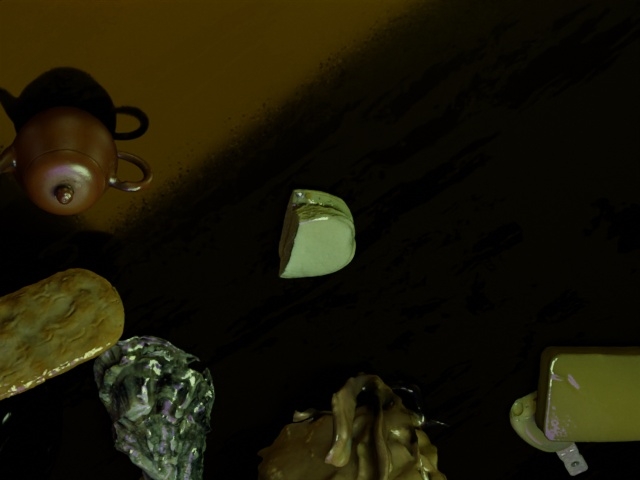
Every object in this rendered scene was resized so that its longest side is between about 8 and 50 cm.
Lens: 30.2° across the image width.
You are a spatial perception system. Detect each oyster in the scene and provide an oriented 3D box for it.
[{"bbox_3d":[-0.215,0.234,1.523,0.199,0.087,0.252,15,112,-23],"label":"oyster"}]

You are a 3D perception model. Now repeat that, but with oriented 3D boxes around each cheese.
[{"bbox_3d":[0.340,0.279,1.689,0.097,0.037,0.192,-27,130,11],"label":"cheese"}]

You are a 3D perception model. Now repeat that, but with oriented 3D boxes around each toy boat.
[{"bbox_3d":[-0.393,0.219,1.453,0.092,0.134,0.299,23,130,14],"label":"toy boat"}]

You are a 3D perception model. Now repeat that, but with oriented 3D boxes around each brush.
[{"bbox_3d":[0.386,0.205,1.596,0.197,0.059,0.123,1,101,-14],"label":"brush"}]

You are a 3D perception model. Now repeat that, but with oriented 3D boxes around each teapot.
[{"bbox_3d":[-0.258,-0.073,1.222,0.173,0.116,0.116,6,128,-17],"label":"teapot"}]

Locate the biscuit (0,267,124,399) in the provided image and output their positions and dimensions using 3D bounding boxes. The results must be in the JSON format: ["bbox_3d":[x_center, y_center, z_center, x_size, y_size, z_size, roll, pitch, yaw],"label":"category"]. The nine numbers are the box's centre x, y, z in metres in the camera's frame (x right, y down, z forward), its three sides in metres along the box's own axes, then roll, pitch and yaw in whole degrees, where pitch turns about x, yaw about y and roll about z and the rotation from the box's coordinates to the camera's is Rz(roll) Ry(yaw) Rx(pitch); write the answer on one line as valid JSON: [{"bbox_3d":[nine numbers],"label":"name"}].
[{"bbox_3d":[-0.338,0.111,1.324,0.247,0.118,0.029,-26,150,-18],"label":"biscuit"}]

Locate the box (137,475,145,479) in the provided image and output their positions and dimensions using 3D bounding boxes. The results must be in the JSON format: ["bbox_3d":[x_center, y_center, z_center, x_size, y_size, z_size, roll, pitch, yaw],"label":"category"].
[{"bbox_3d":[-0.137,0.436,1.644,0.279,0.153,0.041,33,116,-32],"label":"box"}]

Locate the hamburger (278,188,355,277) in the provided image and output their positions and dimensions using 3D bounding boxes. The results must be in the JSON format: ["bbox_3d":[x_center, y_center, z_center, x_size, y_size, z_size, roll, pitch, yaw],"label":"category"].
[{"bbox_3d":[0.000,-0.002,1.375,0.084,0.054,0.121,2,132,-19],"label":"hamburger"}]

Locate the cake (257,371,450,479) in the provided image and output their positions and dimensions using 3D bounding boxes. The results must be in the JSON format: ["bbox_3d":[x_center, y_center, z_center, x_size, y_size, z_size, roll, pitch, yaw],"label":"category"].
[{"bbox_3d":[0.072,0.342,1.546,0.332,0.332,0.321,23,91,-27],"label":"cake"}]
